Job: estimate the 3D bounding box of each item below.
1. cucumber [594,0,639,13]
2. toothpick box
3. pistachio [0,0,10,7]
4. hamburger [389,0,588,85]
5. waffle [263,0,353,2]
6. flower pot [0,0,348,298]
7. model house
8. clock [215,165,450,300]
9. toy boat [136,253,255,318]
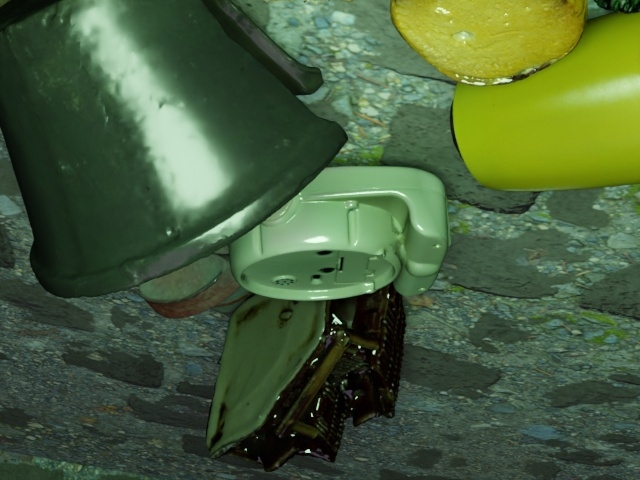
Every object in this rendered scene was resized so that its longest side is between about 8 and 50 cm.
[{"bbox_3d":[0.294,-0.299,0.924,0.067,0.068,0.293,10,152,-1],"label":"cucumber"},{"bbox_3d":[0.270,-0.135,1.134,0.271,0.175,0.175,-8,148,38],"label":"toothpick box"},{"bbox_3d":[-0.346,-0.231,1.215,0.184,0.125,0.124,-2,155,-14],"label":"pistachio"},{"bbox_3d":[0.157,-0.230,1.040,0.181,0.118,0.191,0,146,23],"label":"hamburger"},{"bbox_3d":[-0.035,-0.273,1.124,0.134,0.021,0.092,3,152,12],"label":"waffle"},{"bbox_3d":[-0.187,-0.146,1.099,0.379,0.379,0.251,-11,122,35],"label":"flower pot"},{"bbox_3d":[0.027,0.209,1.729,0.282,0.317,0.297,26,153,-36],"label":"model house"},{"bbox_3d":[0.000,0.000,1.477,0.324,0.109,0.265,-2,161,-1],"label":"clock"},{"bbox_3d":[-0.149,0.092,1.819,0.206,0.096,0.282,-19,154,18],"label":"toy boat"}]
